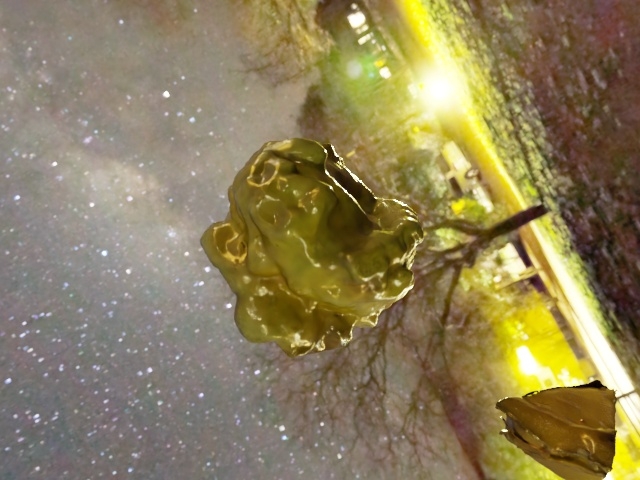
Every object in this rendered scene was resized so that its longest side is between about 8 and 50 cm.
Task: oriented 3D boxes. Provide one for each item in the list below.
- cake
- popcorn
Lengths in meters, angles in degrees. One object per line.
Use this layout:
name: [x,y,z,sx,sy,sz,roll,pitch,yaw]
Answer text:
cake: [0.234,0.186,0.578,0.185,0.116,0.080,-25,-54,-64]
popcorn: [-0.005,0.002,0.511,0.197,0.156,0.198,31,-152,-19]
